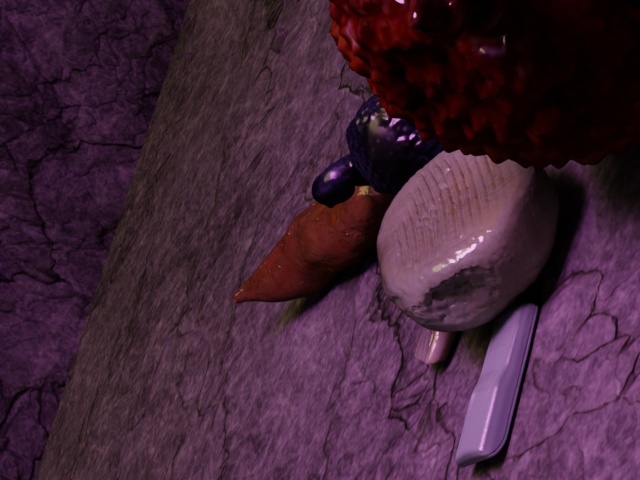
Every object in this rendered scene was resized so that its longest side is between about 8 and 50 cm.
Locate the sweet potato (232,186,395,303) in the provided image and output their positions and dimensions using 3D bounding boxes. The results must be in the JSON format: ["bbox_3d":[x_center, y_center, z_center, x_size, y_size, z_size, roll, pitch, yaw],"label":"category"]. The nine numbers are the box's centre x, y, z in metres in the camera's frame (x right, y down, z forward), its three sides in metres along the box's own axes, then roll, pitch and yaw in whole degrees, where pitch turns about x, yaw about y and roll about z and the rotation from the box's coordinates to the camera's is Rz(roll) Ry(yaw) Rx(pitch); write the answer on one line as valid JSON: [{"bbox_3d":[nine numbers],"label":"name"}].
[{"bbox_3d":[0.009,-0.003,2.317,0.106,0.095,0.354,-22,-9,-35],"label":"sweet potato"}]

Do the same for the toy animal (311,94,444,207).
[{"bbox_3d":[0.116,-0.118,2.027,0.298,0.185,0.122,-25,85,45],"label":"toy animal"}]

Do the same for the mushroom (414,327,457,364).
[{"bbox_3d":[0.135,0.038,1.977,0.059,0.054,0.202,140,145,-65],"label":"mushroom"}]

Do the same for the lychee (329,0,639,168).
[{"bbox_3d":[0.187,-0.261,1.636,0.424,0.424,0.500,-48,-2,44],"label":"lychee"}]

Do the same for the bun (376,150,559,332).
[{"bbox_3d":[0.150,0.000,1.860,0.221,0.108,0.221,-36,26,21],"label":"bun"}]

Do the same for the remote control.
[{"bbox_3d":[0.164,0.134,1.784,0.061,0.029,0.162,-33,36,58],"label":"remote control"}]
